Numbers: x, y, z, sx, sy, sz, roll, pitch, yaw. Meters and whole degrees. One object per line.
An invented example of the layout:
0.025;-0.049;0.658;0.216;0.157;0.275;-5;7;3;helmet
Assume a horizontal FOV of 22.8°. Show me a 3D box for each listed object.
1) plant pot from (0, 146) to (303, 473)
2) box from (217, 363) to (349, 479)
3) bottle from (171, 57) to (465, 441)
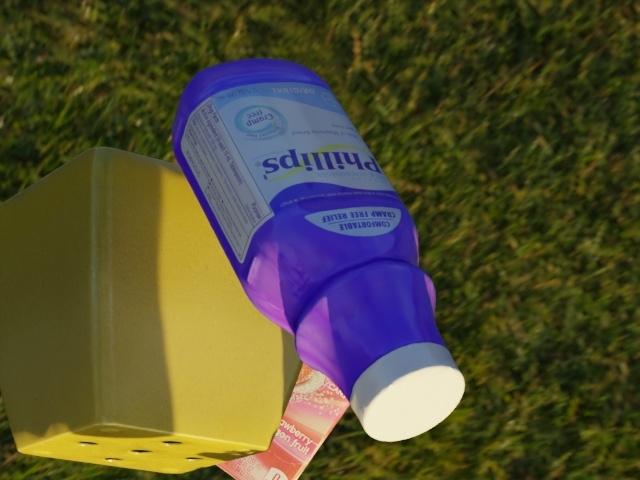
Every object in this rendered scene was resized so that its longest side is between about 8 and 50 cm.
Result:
-0.128;0.068;1.193;0.212;0.212;0.187;13;68;-33;plant pot
-0.118;0.098;1.506;0.300;0.142;0.154;35;88;0;box
0.000;0.000;1.010;0.118;0.092;0.283;-4;45;-28;bottle
